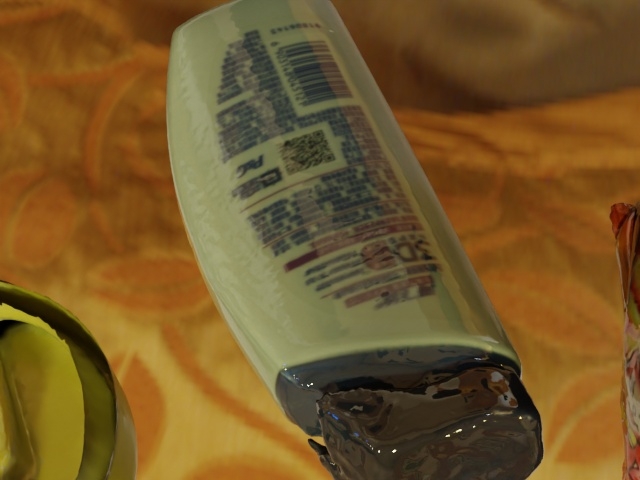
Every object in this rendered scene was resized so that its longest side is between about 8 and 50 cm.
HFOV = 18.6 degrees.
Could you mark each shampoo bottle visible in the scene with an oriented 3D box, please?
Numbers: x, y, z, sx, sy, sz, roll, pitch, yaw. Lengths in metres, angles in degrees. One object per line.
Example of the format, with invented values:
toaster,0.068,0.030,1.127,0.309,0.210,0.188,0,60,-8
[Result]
shampoo bottle,0.000,0.000,1.065,0.134,0.359,0.078,-15,136,-9

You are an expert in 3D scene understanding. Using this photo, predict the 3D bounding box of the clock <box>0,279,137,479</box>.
clock,-0.224,0.144,1.001,0.277,0.293,0.071,-18,134,5

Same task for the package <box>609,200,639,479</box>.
package,0.233,0.005,0.998,0.108,0.223,0.288,19,147,-16
